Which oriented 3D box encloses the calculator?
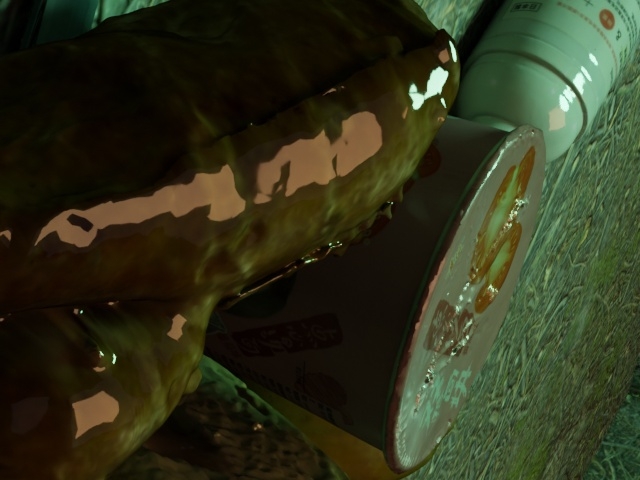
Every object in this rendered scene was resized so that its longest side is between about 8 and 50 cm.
[{"bbox_3d":[-0.133,-0.146,0.870,0.057,0.018,0.172,-12,122,-68],"label":"calculator"}]

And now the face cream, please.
[{"bbox_3d":[0.216,-0.163,1.637,0.369,0.145,0.145,-56,158,-29],"label":"face cream"}]

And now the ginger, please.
[{"bbox_3d":[-0.095,-0.002,0.841,0.418,0.176,0.254,-32,140,-37],"label":"ginger"}]

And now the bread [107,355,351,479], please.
[{"bbox_3d":[-0.100,0.213,1.070,0.184,0.224,0.211,-11,128,-62],"label":"bread"}]

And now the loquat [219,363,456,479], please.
[{"bbox_3d":[0.009,0.089,1.257,0.213,0.213,0.213,-54,157,-37],"label":"loquat"}]

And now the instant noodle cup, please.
[{"bbox_3d":[0.000,0.000,1.067,0.243,0.231,0.243,-54,157,-35],"label":"instant noodle cup"}]
